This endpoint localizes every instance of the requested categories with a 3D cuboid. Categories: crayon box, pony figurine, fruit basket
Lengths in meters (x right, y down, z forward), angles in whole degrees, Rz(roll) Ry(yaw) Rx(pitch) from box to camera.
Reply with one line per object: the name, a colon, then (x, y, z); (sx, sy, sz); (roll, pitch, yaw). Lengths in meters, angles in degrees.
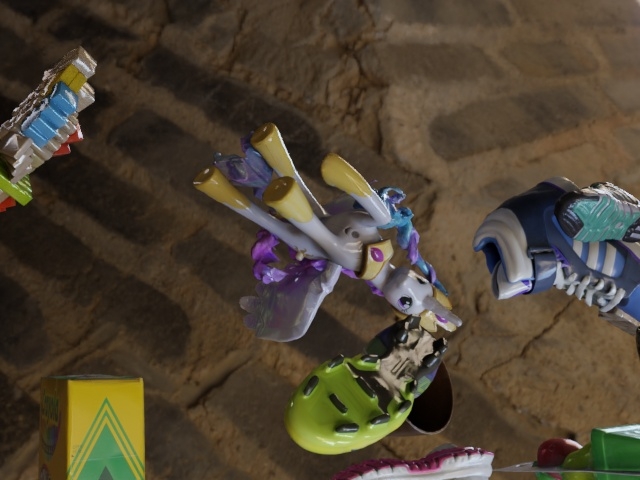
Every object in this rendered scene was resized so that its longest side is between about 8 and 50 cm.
crayon box: (-0.342, 0.353, 1.041); (0.106, 0.313, 0.363); (1, 170, -27)
pony figurine: (0.000, 0.000, 1.022); (0.351, 0.363, 0.303); (14, -114, 52)
fruit basket: (0.563, 0.480, 1.502); (0.327, 0.353, 0.165); (11, -115, -45)

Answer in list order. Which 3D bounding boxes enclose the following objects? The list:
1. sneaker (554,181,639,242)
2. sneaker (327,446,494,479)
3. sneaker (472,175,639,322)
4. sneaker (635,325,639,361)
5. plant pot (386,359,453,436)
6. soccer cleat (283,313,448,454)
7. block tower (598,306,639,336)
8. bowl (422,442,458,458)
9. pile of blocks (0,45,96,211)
sneaker: (0.419, -0.052, 1.112); (0.223, 0.083, 0.098); (10, -145, -36)
sneaker: (0.116, 0.349, 0.964); (0.252, 0.103, 0.111); (-7, -101, -2)
sneaker: (0.398, 0.065, 1.184); (0.236, 0.130, 0.323); (-34, -106, -17)
sneaker: (0.400, 0.154, 0.783); (0.066, 0.071, 0.188); (-14, -163, 11)
plant pot: (0.129, 0.332, 1.554); (0.215, 0.230, 0.215); (26, -129, -36)
soccer cleat: (0.046, 0.166, 0.759); (0.093, 0.121, 0.289); (44, -153, 15)
block tower: (0.676, 0.173, 1.322); (0.335, 0.097, 0.091); (30, 173, -5)
bowl: (0.206, 0.517, 1.260); (0.134, 0.298, 0.298); (34, -146, 0)
pile of blocks: (-0.480, -0.162, 1.241); (0.149, 0.112, 0.362); (22, -108, 44)
